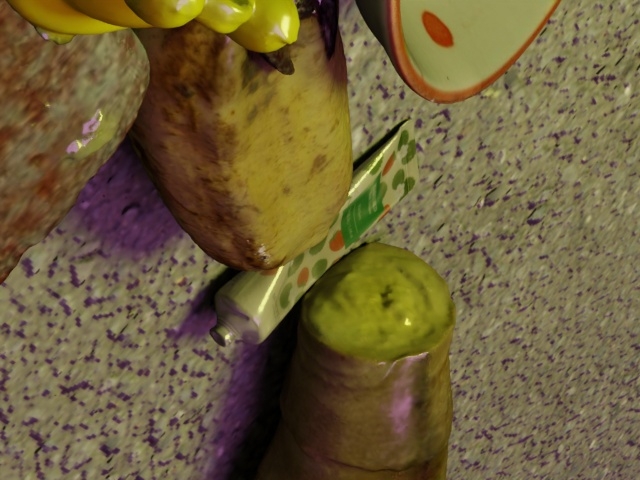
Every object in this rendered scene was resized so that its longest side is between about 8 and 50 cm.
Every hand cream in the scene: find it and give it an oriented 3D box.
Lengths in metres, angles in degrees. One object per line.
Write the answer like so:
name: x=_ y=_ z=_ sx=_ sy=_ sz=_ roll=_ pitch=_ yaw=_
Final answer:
hand cream: x=0.000 y=0.000 z=1.015 sx=0.165 sy=0.037 sz=0.057 roll=-43 pitch=149 yaw=-24

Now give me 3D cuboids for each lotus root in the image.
lotus root: x=-0.039 y=-0.067 z=0.827 sx=0.110 sy=0.097 sz=0.258 roll=-41 pitch=154 yaw=-18

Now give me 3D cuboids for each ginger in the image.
ginger: x=0.018 y=0.132 z=1.107 sx=0.109 sy=0.116 sz=0.263 roll=-79 pitch=180 yaw=-58

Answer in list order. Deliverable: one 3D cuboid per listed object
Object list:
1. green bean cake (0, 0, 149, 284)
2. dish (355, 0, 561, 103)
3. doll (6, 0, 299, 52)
green bean cake: x=-0.184 y=-0.036 z=0.666 sx=0.233 sy=0.097 sz=0.198 roll=-51 pitch=151 yaw=0
dish: x=0.065 y=-0.194 z=0.802 sx=0.260 sy=0.085 sz=0.260 roll=-49 pitch=154 yaw=-35
doll: x=-0.080 y=-0.150 z=0.557 sx=0.098 sy=0.241 sz=0.135 roll=-28 pitch=157 yaw=-4
